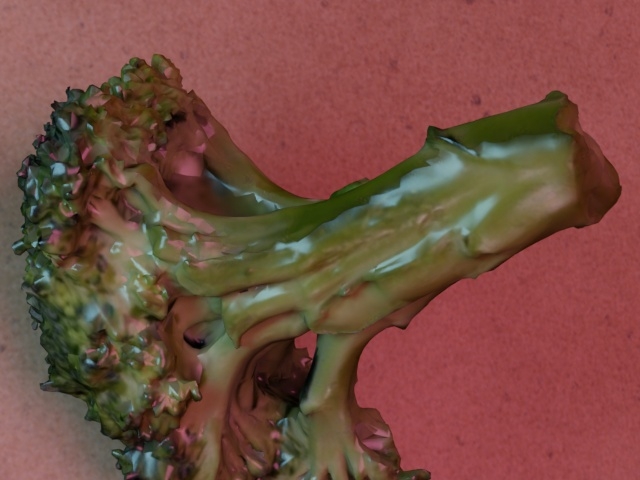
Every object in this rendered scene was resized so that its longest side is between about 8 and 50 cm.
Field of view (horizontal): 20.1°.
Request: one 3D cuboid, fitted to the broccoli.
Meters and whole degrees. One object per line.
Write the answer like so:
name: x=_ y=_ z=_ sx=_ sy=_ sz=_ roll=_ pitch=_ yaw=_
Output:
broccoli: x=-0.032 y=-0.010 z=1.232 sx=0.353 sy=0.397 sz=0.275 roll=18 pitch=44 yaw=-22
